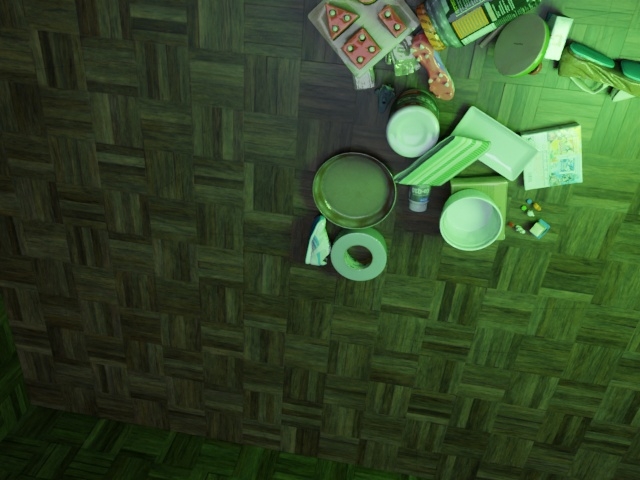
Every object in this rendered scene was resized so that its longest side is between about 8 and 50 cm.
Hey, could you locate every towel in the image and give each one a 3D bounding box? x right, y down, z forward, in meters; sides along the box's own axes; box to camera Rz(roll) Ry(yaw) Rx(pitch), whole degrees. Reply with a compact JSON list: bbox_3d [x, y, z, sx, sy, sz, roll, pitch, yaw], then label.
[{"bbox_3d":[0.405,-0.256,1.758,0.248,0.325,0.038,-37,72,34],"label":"towel"}]

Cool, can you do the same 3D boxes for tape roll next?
[{"bbox_3d":[0.153,0.049,2.137,0.219,0.072,0.219,4,121,8],"label":"tape roll"}]

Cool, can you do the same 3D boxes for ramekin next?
[{"bbox_3d":[0.515,-0.079,1.873,0.207,0.109,0.207,4,119,8],"label":"ramekin"}]

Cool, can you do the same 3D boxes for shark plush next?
[{"bbox_3d":[0.222,-0.475,1.789,0.073,0.161,0.067,17,83,-10],"label":"shark plush"}]

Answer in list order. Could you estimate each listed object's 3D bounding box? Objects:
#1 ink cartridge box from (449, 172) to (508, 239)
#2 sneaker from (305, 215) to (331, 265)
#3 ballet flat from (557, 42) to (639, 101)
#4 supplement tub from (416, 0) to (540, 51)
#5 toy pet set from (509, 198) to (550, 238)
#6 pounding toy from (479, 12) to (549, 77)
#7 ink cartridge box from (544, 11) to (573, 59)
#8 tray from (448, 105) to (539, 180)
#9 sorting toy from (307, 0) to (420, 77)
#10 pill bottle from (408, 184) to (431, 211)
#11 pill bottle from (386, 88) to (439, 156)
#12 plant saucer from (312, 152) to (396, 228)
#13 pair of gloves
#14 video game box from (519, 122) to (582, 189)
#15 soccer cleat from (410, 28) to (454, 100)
[{"bbox_3d":[0.565,-0.118,1.955,0.193,0.088,0.234,-1,118,10],"label":"ink cartridge box"},{"bbox_3d":[0.000,0.000,2.136,0.092,0.087,0.228,9,128,-3],"label":"sneaker"},{"bbox_3d":[0.896,-0.500,1.675,0.342,0.116,0.124,17,141,1],"label":"ballet flat"},{"bbox_3d":[0.454,-0.696,1.578,0.316,0.193,0.193,-22,113,27],"label":"supplement tub"},{"bbox_3d":[0.776,-0.071,1.974,0.114,0.065,0.122,45,120,24],"label":"toy pet set"},{"bbox_3d":[0.617,-0.586,1.634,0.110,0.237,0.183,8,134,-32],"label":"pounding toy"},{"bbox_3d":[0.706,-0.619,1.643,0.052,0.088,0.122,9,121,-2],"label":"ink cartridge box"},{"bbox_3d":[0.586,-0.330,1.838,0.270,0.030,0.145,34,128,2],"label":"tray"},{"bbox_3d":[0.131,-0.685,1.677,0.257,0.089,0.255,-38,99,19],"label":"sorting toy"},{"bbox_3d":[0.360,-0.179,1.965,0.078,0.078,0.137,5,120,8],"label":"pill bottle"},{"bbox_3d":[0.298,-0.388,1.737,0.161,0.283,0.161,5,120,8],"label":"pill bottle"},{"bbox_3d":[0.127,-0.188,2.020,0.311,0.050,0.310,4,119,8],"label":"plant saucer"},{"bbox_3d":[0.195,-0.617,1.767,0.240,0.042,0.204,-16,110,13],"label":"pair of gloves"},{"bbox_3d":[0.785,-0.284,1.844,0.187,0.048,0.205,-6,118,17],"label":"video game box"},{"bbox_3d":[0.373,-0.563,1.747,0.083,0.095,0.248,-2,142,46],"label":"soccer cleat"}]
